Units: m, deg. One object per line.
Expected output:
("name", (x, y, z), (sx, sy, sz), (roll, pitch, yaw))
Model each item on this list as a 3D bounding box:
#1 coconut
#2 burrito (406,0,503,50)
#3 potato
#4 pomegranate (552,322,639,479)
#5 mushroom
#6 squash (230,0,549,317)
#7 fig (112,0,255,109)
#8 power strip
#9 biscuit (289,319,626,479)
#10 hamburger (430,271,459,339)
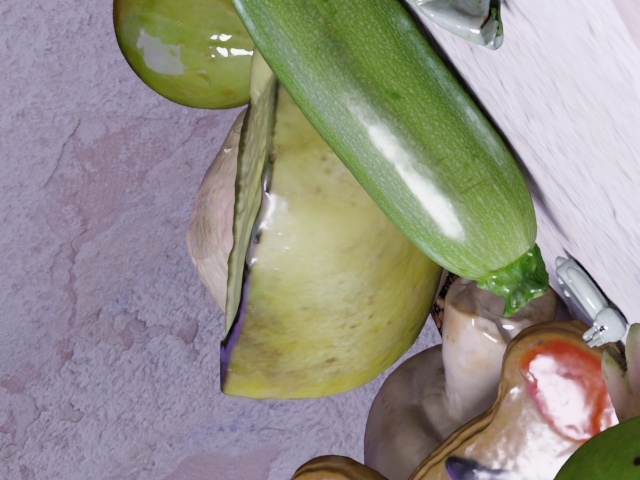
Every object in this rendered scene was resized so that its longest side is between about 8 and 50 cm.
("coconut", (0.000, 0.000, 1.567), (0.297, 0.254, 0.297), (26, 171, 4))
("burrito", (0.053, -0.147, 0.725), (0.118, 0.044, 0.074), (57, 177, 20))
("potato", (0.032, -0.051, 1.271), (0.280, 0.213, 0.330), (110, 165, -61))
("pomegranate", (0.209, 0.153, 0.812), (0.187, 0.187, 0.225), (53, -156, -49))
("mushroom", (0.189, 0.177, 1.396), (0.292, 0.292, 0.290), (53, 144, 44))
("squash", (0.038, -0.112, 1.013), (0.395, 0.107, 0.107), (54, 180, -4))
("fig", (-0.118, -0.235, 1.568), (0.230, 0.207, 0.207), (49, 178, 17))
("power strip", (0.203, 0.049, 1.094), (0.083, 0.035, 0.055), (56, -178, 41))
("biscuit", (0.177, 0.298, 1.251), (0.368, 0.394, 0.076), (54, -153, -2))
("hamburger", (0.216, 0.129, 1.854), (0.231, 0.107, 0.231), (52, -176, -5))
